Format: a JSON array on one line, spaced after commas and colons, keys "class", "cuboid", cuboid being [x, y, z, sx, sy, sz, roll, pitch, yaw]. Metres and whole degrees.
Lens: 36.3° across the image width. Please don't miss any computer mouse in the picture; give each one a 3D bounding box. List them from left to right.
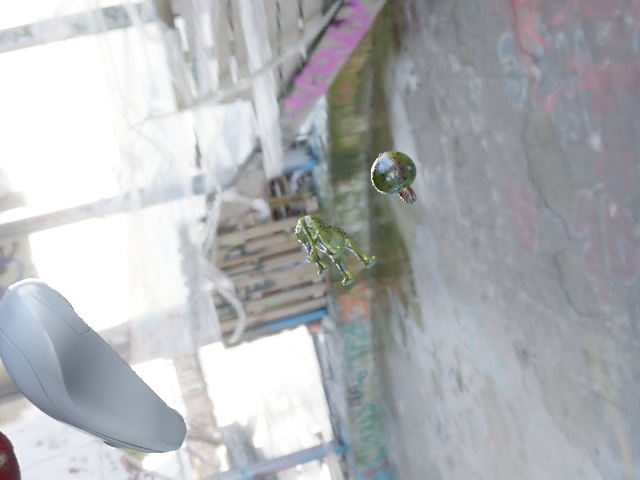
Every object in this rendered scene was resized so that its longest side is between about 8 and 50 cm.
[{"class": "computer mouse", "cuboid": [-0.296, 0.177, 1.218, 0.184, 0.121, 0.297, 21, 151, 54]}]

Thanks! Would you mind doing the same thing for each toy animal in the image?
[{"class": "toy animal", "cuboid": [0.000, 0.000, 1.622, 0.136, 0.073, 0.181, 50, -163, 27]}]

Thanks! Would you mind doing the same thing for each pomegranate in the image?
[{"class": "pomegranate", "cuboid": [0.115, -0.097, 1.508, 0.073, 0.073, 0.084, 93, 167, -57]}]

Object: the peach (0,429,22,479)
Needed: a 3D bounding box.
[{"class": "peach", "cuboid": [-0.659, 0.432, 1.805, 0.243, 0.199, 0.243, 171, 90, -69]}]
